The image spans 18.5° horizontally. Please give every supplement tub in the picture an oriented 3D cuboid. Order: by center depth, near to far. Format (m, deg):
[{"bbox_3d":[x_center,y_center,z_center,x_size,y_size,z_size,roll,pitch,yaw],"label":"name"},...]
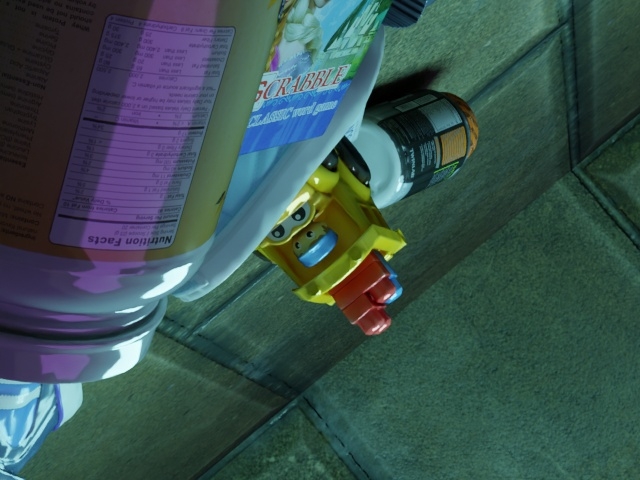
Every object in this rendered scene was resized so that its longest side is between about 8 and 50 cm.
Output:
[{"bbox_3d":[-0.151,-0.099,1.146,0.228,0.228,0.316,-20,134,-57],"label":"supplement tub"},{"bbox_3d":[0.100,-0.113,2.326,0.190,0.117,0.117,-24,160,-51],"label":"supplement tub"}]

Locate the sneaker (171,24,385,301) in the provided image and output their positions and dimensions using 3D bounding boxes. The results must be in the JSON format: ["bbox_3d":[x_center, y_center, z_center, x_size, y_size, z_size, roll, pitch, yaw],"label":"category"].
[{"bbox_3d":[-0.067,-0.124,1.782,0.135,0.150,0.366,-18,-147,47],"label":"sneaker"}]

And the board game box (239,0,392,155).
[{"bbox_3d":[-0.035,-0.206,1.515,0.318,0.066,0.318,-19,142,-56],"label":"board game box"}]

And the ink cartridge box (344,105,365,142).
[{"bbox_3d":[-0.045,-0.102,2.100,0.224,0.045,0.223,-36,167,-15],"label":"ink cartridge box"}]

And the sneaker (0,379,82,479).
[{"bbox_3d":[-0.328,0.119,1.675,0.236,0.130,0.323,-39,149,-27],"label":"sneaker"}]

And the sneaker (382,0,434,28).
[{"bbox_3d":[0.120,-0.325,1.712,0.131,0.112,0.319,-52,180,-37],"label":"sneaker"}]

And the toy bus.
[{"bbox_3d":[0.000,0.000,2.000,0.149,0.211,0.220,-38,166,11],"label":"toy bus"}]
